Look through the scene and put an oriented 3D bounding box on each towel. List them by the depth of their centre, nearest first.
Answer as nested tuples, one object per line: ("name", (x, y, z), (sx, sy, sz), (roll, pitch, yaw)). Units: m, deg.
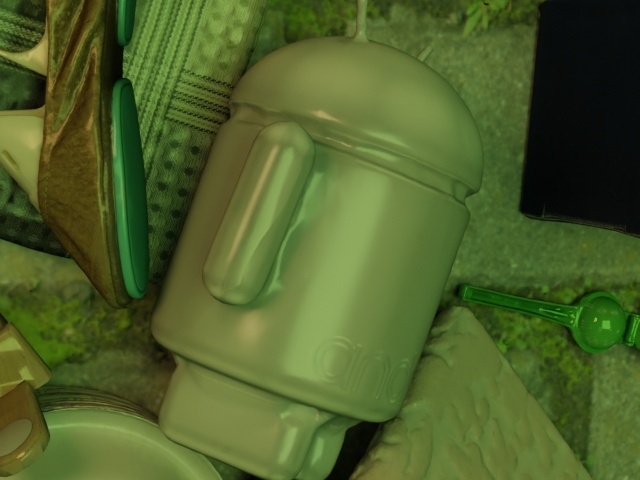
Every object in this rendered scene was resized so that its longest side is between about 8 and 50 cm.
("towel", (-0.200, -0.158, 1.113), (0.312, 0.056, 0.324), (18, 92, -20))
("towel", (0.132, 0.268, 1.206), (0.317, 0.053, 0.332), (53, 41, -19))

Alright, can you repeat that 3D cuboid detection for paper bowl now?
("paper bowl", (-0.191, 0.260, 1.110), (0.284, 0.148, 0.284), (-2, 97, -21))

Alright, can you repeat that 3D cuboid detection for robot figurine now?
("robot figurine", (0.000, 0.000, 1.108), (0.200, 0.300, 0.353), (19, 88, 17))

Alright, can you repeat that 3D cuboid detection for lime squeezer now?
("lime squeezer", (0.273, 0.087, 1.306), (0.310, 0.110, 0.058), (15, 109, 7))

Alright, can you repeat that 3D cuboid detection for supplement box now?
("supplement box", (0.380, -0.096, 1.269), (0.357, 0.194, 0.195), (2, 95, -22))

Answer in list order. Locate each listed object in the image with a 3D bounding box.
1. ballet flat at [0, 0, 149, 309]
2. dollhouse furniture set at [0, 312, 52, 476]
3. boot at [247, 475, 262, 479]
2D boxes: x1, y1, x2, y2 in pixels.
("ballet flat", (-0.183, -0.124, 1.045), (0.124, 0.116, 0.342), (1, 97, 1))
("dollhouse furniture set", (-0.389, 0.064, 0.946), (0.303, 0.174, 0.355), (-35, 119, -4))
("boot", (-0.002, 0.369, 1.222), (0.223, 0.118, 0.338), (-44, 106, -6))
